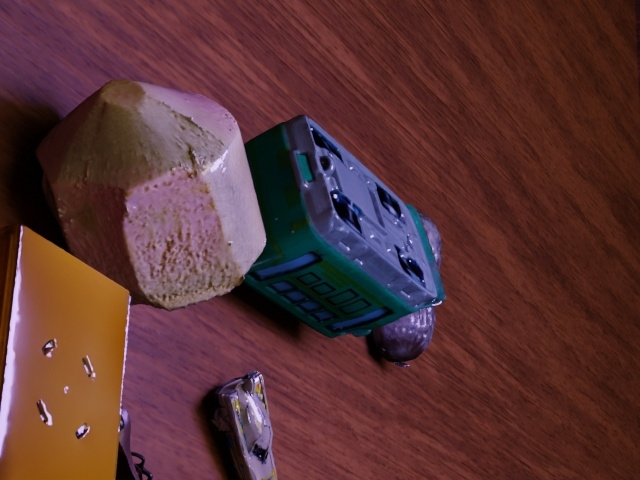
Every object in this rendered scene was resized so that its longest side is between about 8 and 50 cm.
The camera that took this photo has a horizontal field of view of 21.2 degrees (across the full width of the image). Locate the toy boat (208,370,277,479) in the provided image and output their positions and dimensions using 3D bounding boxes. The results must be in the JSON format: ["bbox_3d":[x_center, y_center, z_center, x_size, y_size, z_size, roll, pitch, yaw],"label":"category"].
[{"bbox_3d":[-0.084,0.265,2.130,0.084,0.066,0.210,-36,113,-60],"label":"toy boat"}]

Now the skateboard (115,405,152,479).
[{"bbox_3d":[-0.223,0.241,1.882,0.080,0.067,0.151,-67,145,-63],"label":"skateboard"}]

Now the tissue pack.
[{"bbox_3d":[-0.300,0.152,1.655,0.194,0.145,0.274,37,49,-52],"label":"tissue pack"}]

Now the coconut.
[{"bbox_3d":[-0.190,-0.060,1.860,0.233,0.233,0.245,-67,146,-48],"label":"coconut"}]

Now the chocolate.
[{"bbox_3d":[0.127,0.065,2.578,0.110,0.110,0.248,38,47,-53],"label":"chocolate"}]

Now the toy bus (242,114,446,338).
[{"bbox_3d":[0.000,0.000,2.233,0.343,0.199,0.183,38,30,-53],"label":"toy bus"}]
